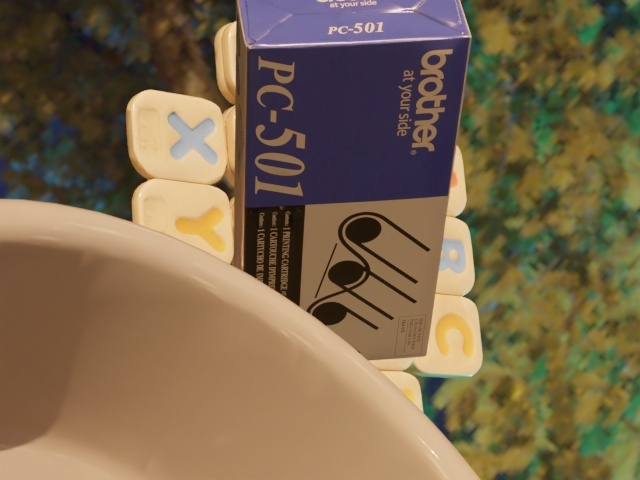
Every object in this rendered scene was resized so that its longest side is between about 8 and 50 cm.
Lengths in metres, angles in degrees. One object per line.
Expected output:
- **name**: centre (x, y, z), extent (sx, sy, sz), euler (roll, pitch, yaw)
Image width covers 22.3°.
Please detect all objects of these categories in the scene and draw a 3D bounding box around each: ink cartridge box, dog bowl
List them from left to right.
- **dog bowl**: centre (-0.049, 0.132, 0.463), extent (0.349, 0.349, 0.102), euler (44, -63, 0)
- **ink cartridge box**: centre (0.009, -0.025, 0.759), extent (0.207, 0.097, 0.046), euler (94, -11, -45)

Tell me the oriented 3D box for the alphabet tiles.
- **alphabet tiles**: centre (0.000, 0.000, 1.041), extent (0.021, 0.278, 0.284), euler (-21, -112, 47)
